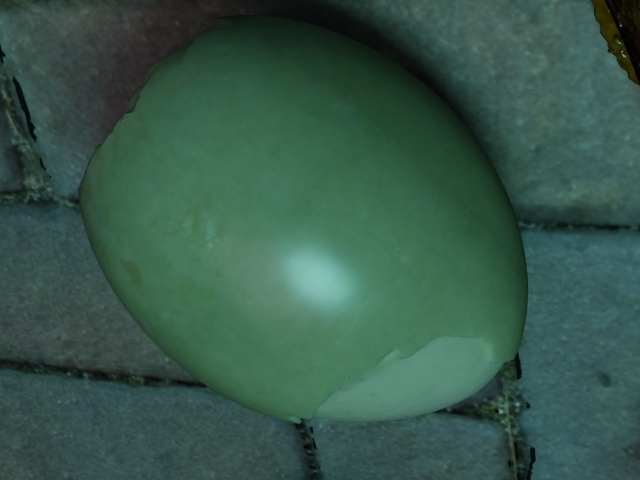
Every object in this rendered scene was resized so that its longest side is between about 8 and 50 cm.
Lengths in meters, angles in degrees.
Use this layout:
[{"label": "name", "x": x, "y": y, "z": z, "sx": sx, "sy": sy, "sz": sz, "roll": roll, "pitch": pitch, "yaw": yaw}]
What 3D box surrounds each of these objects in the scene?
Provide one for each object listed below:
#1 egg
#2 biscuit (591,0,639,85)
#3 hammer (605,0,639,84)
[{"label": "egg", "x": 0.000, "y": 0.000, "z": 0.955, "sx": 0.336, "sy": 0.278, "sz": 0.278, "roll": 40, "pitch": 130, "yaw": 1}, {"label": "biscuit", "x": 0.305, "y": -0.165, "z": 0.846, "sx": 0.254, "sy": 0.035, "sz": 0.254, "roll": 15, "pitch": 135, "yaw": 15}, {"label": "hammer", "x": 0.248, "y": -0.098, "z": 0.850, "sx": 0.243, "sy": 0.095, "sz": 0.408, "roll": -3, "pitch": 128, "yaw": 33}]
